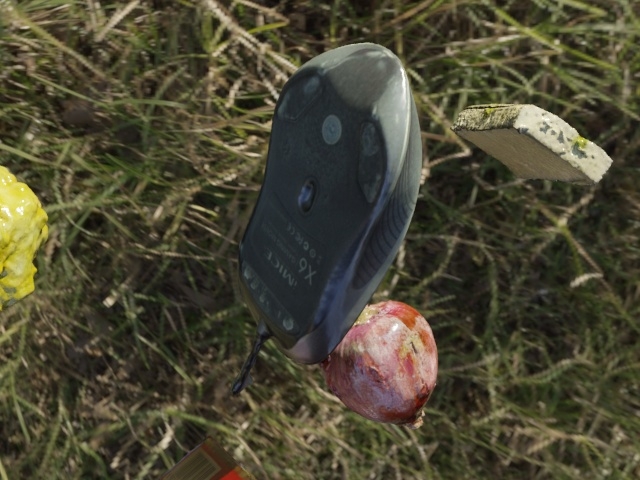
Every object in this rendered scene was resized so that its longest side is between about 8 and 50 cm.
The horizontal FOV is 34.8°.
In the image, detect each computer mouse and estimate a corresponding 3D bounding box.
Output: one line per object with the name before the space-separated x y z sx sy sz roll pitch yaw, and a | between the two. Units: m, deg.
computer mouse | 0.000 0.000 0.923 0.090 0.167 0.379 -1 129 -39

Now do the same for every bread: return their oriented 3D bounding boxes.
bread | 0.136 -0.066 0.680 0.068 0.154 0.028 34 91 -9

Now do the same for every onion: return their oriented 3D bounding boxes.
onion | 0.091 0.177 1.359 0.159 0.159 0.195 -34 107 -15

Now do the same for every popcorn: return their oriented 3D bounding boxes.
popcorn | -0.392 -0.008 1.107 0.198 0.155 0.197 14 59 -25

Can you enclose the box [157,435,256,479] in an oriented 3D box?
box | -0.040 0.296 0.902 0.089 0.313 0.197 -39 100 -12
